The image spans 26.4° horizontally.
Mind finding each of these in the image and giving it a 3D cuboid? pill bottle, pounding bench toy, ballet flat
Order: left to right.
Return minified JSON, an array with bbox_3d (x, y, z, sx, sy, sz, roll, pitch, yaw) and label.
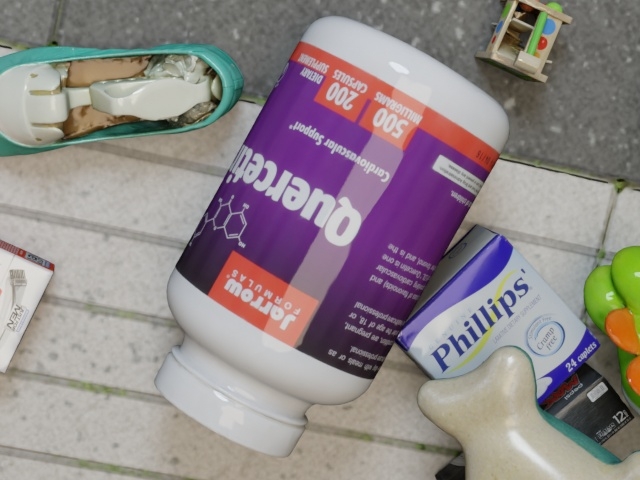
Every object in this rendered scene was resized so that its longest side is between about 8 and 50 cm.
[{"bbox_3d":[-0.182,-0.114,1.073,0.247,0.087,0.083,-9,100,-8],"label":"ballet flat"},{"bbox_3d":[0.000,0.000,1.071,0.181,0.181,0.323,28,93,-12],"label":"pill bottle"},{"bbox_3d":[0.173,-0.170,1.124,0.052,0.083,0.065,23,95,-11],"label":"pounding bench toy"}]

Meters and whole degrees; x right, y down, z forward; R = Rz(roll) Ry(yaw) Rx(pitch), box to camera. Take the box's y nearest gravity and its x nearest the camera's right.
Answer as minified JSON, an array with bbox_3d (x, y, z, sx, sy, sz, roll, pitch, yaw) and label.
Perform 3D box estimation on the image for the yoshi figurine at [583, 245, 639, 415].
[{"bbox_3d":[0.373,0.142,1.135,0.203,0.203,0.362,-37,84,8],"label":"yoshi figurine"}]

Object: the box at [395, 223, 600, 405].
[{"bbox_3d":[0.142,0.079,1.162,0.126,0.072,0.137,-44,102,-1],"label":"box"}]

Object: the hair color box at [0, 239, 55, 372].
[{"bbox_3d":[-0.308,0.028,1.091,0.167,0.053,0.093,26,92,-11],"label":"hair color box"}]

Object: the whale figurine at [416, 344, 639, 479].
[{"bbox_3d":[0.190,0.208,1.105,0.216,0.141,0.272,-31,91,30],"label":"whale figurine"}]

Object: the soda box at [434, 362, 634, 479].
[{"bbox_3d":[0.185,0.180,1.189,0.169,0.060,0.053,-39,108,-2],"label":"soda box"}]
